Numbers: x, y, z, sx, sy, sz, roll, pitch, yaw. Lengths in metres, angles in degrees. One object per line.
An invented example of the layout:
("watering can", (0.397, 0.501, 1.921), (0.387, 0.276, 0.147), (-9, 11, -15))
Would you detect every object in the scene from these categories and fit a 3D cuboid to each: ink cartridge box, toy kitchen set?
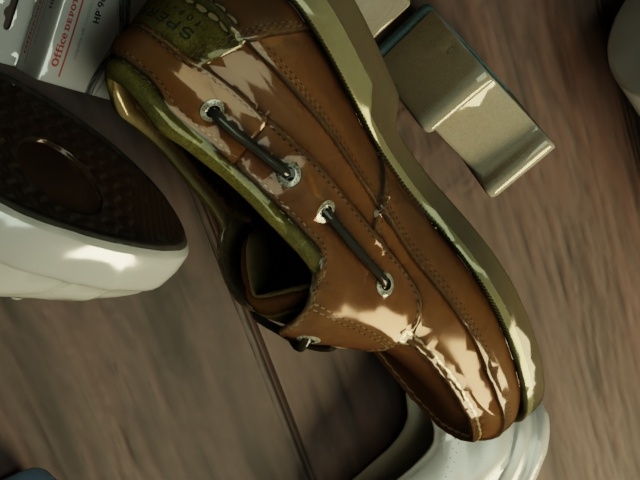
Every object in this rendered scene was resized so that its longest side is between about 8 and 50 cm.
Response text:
("ink cartridge box", (-0.102, -0.090, 0.771), (0.083, 0.028, 0.048), (13, 99, -35))
("toy kitchen set", (0.097, -0.157, 0.844), (0.207, 0.122, 0.166), (-41, 127, 11))

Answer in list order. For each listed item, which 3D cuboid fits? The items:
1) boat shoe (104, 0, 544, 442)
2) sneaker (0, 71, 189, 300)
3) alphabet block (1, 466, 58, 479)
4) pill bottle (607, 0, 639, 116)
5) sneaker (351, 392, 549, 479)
("boat shoe", (0.000, 0.000, 0.811), (0.104, 0.110, 0.307), (-46, 124, -20))
("sneaker", (-0.194, -0.012, 0.716), (0.290, 0.106, 0.123), (16, 124, -39))
("alphabet block", (-0.134, 0.252, 0.771), (0.192, 0.193, 0.197), (-28, 120, -20))
("pill bottle", (0.270, -0.039, 0.950), (0.153, 0.153, 0.265), (-49, 126, -9))
("sneaker", (0.042, 0.169, 0.937), (0.094, 0.080, 0.212), (19, 89, -24))
